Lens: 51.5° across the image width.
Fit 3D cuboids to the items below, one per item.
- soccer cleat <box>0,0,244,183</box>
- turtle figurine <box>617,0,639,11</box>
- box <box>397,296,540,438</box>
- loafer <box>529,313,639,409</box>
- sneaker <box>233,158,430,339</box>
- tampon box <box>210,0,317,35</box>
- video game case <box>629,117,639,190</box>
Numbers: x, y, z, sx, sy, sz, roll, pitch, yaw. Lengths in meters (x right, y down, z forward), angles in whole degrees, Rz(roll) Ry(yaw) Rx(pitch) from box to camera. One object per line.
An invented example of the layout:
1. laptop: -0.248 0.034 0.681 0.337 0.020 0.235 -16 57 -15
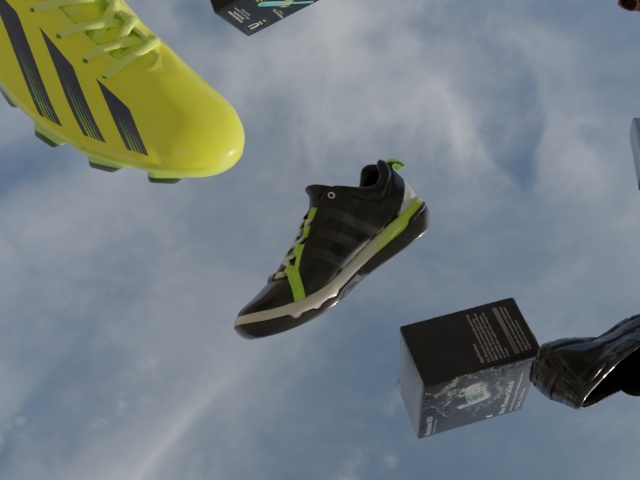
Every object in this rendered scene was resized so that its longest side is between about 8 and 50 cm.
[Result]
1. soccer cleat: -0.164 -0.145 0.406 0.289 0.121 0.093 37 -140 5
2. turtle figurine: 0.378 -0.350 0.619 0.197 0.266 0.275 -8 -90 44
3. box: 0.190 0.171 0.878 0.158 0.156 0.093 -14 -130 -6
4. loafer: 0.324 0.132 0.702 0.223 0.076 0.078 -9 -148 -26
5. sneaker: 0.000 0.000 0.611 0.234 0.084 0.097 -36 -84 -31
6. tampon box: -0.069 -0.370 0.895 0.160 0.120 0.102 -22 -95 15
7. video game case: 0.400 -0.058 0.530 0.274 0.196 0.026 10 -66 19
